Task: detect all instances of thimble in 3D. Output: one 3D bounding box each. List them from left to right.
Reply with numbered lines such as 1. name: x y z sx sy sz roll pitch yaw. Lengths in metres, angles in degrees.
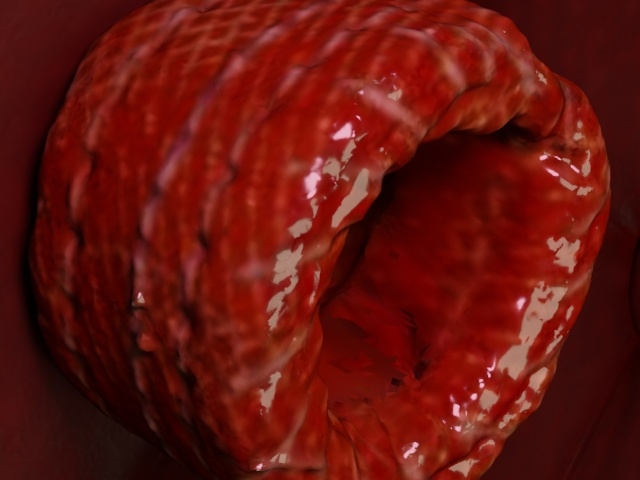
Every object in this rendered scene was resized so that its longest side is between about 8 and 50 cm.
1. thimble: 0.000 0.000 1.023 0.350 0.230 0.350 -22 123 -39
